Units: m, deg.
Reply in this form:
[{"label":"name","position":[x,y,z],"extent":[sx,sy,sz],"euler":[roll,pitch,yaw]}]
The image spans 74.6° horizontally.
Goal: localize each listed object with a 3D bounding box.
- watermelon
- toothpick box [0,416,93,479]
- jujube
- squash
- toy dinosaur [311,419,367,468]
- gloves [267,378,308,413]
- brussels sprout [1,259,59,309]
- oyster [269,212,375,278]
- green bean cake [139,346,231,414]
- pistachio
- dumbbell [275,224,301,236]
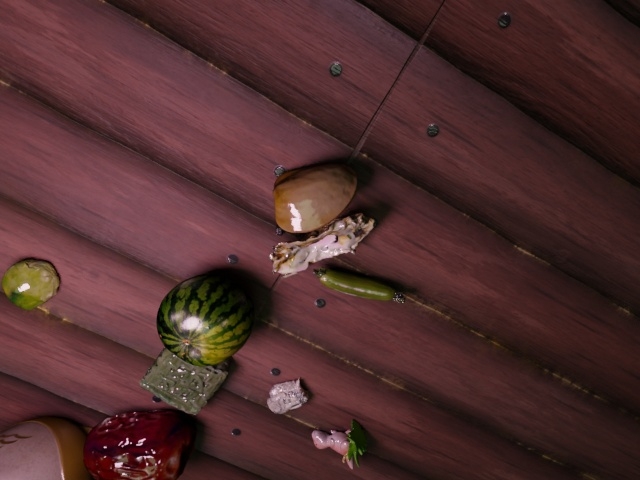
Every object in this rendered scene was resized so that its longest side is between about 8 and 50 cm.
[{"label":"watermelon","position":[-0.349,0.245,1.307],"extent":[0.285,0.285,0.285],"euler":[0,111,0]},{"label":"toothpick box","position":[-1.009,0.840,1.458],"extent":[0.408,0.425,0.409],"euler":[0,94,3]},{"label":"jujube","position":[-0.637,0.743,1.510],"extent":[0.376,0.258,0.259],"euler":[-6,111,0]},{"label":"squash","position":[0.122,0.150,1.380],"extent":[0.318,0.080,0.071],"euler":[16,103,-6]},{"label":"toy dinosaur","position":[0.075,0.790,1.603],"extent":[0.177,0.152,0.194],"euler":[-39,100,22]},{"label":"gloves","position":[-0.127,0.578,1.550],"extent":[0.153,0.070,0.114],"euler":[-27,110,12]},{"label":"brussels sprout","position":[-0.935,0.142,1.345],"extent":[0.151,0.122,0.149],"euler":[34,110,-12]},{"label":"oyster","position":[0.000,-0.001,1.289],"extent":[0.354,0.107,0.201],"euler":[-18,149,5]},{"label":"green bean cake","position":[-0.473,0.469,1.478],"extent":[0.241,0.132,0.255],"euler":[35,107,-17]},{"label":"pistachio","position":[-0.012,-0.126,1.218],"extent":[0.260,0.163,0.213],"euler":[-19,66,6]},{"label":"dumbbell","position":[-0.099,-0.032,1.331],"extent":[0.083,0.040,0.036],"euler":[4,81,-2]}]
